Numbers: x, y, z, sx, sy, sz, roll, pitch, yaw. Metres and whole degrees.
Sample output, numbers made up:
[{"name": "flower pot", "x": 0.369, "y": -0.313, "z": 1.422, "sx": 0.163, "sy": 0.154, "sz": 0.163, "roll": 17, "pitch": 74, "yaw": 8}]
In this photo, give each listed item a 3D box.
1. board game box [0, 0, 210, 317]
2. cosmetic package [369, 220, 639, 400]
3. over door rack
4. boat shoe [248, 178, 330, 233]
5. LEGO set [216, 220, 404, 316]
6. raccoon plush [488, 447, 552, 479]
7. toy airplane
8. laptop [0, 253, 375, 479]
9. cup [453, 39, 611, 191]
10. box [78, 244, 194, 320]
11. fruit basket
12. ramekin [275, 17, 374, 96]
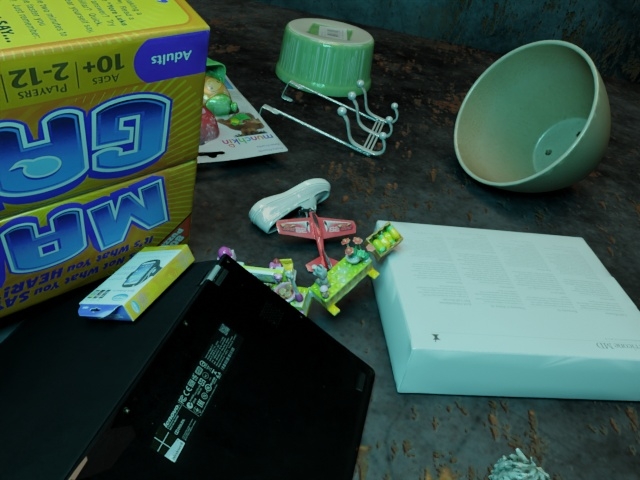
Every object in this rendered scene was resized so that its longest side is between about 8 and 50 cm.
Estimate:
[{"name": "board game box", "x": -0.387, "y": -0.164, "z": 0.627, "sx": 0.356, "sy": 0.356, "sz": 0.356, "roll": -24, "pitch": 62, "yaw": -32}, {"name": "cosmetic package", "x": 0.280, "y": 0.098, "z": 0.819, "sx": 0.377, "sy": 0.097, "sz": 0.284, "roll": 5, "pitch": 34, "yaw": -8}, {"name": "over door rack", "x": 0.028, "y": -0.332, "z": 1.343, "sx": 0.324, "sy": 0.108, "sz": 0.239, "roll": 16, "pitch": 35, "yaw": 7}, {"name": "boat shoe", "x": -0.043, "y": -0.062, "z": 0.989, "sx": 0.184, "sy": 0.066, "sz": 0.063, "roll": -22, "pitch": 60, "yaw": -41}, {"name": "LEGO set", "x": -0.019, "y": 0.033, "z": 0.751, "sx": 0.287, "sy": 0.107, "sz": 0.132, "roll": -13, "pitch": 50, "yaw": 4}, {"name": "raccoon plush", "x": 0.209, "y": 0.263, "z": 0.313, "sx": 0.216, "sy": 0.446, "sz": 0.299, "roll": -25, "pitch": 61, "yaw": -22}, {"name": "toy airplane", "x": 0.000, "y": 0.000, "z": 0.920, "sx": 0.151, "sy": 0.028, "sz": 0.151, "roll": 11, "pitch": 47, "yaw": -12}, {"name": "laptop", "x": -0.191, "y": 0.216, "z": 0.598, "sx": 0.408, "sy": 0.236, "sz": 0.382, "roll": 39, "pitch": 35, "yaw": -10}, {"name": "cup", "x": 0.509, "y": -0.243, "z": 1.212, "sx": 0.237, "sy": 0.331, "sz": 0.331, "roll": 19, "pitch": 25, "yaw": -38}, {"name": "box", "x": -0.225, "y": 0.054, "z": 0.649, "sx": 0.081, "sy": 0.028, "sz": 0.136, "roll": -3, "pitch": 34, "yaw": 32}, {"name": "fruit basket", "x": -0.287, "y": -0.284, "z": 1.146, "sx": 0.327, "sy": 0.165, "sz": 0.353, "roll": -13, "pitch": 45, "yaw": -30}, {"name": "ramekin", "x": 0.020, "y": -0.565, "z": 1.628, "sx": 0.303, "sy": 0.148, "sz": 0.303, "roll": 7, "pitch": 35, "yaw": -5}]
